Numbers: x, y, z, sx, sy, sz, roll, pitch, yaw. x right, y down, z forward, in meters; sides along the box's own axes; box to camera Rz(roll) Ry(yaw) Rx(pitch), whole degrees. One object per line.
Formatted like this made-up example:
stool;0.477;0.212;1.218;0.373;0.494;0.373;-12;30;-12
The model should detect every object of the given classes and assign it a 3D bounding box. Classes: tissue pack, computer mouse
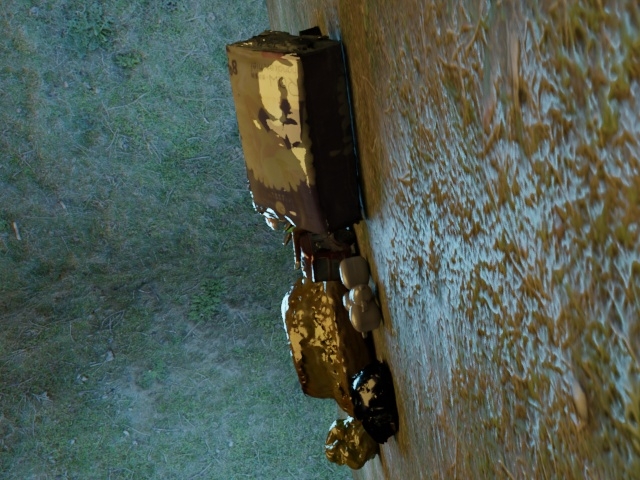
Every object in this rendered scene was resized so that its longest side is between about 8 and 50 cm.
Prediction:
tissue pack;-0.048;-0.200;1.526;0.242;0.125;0.343;22;129;49
computer mouse;0.102;0.322;1.657;0.241;0.078;0.146;84;176;-53

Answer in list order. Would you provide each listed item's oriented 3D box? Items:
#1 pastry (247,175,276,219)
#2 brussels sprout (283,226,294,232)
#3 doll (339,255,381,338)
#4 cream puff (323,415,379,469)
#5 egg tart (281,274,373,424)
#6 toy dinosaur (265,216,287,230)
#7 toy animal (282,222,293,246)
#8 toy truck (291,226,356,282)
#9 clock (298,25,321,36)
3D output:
pastry;-0.090;-0.217;2.068;0.356;0.164;0.355;-177;90;-74
brussels sprout;-0.054;-0.088;2.645;0.151;0.122;0.149;-47;-35;-49
doll;0.076;0.113;1.594;0.160;0.059;0.161;-104;6;-46
cream puff;0.077;0.517;2.144;0.121;0.156;0.156;62;-179;-14
egg tart;0.012;0.227;1.974;0.443;0.178;0.442;168;90;-88
toy dinosaur;-0.071;-0.091;2.396;0.152;0.177;0.194;85;176;-46
toy animal;0.000;0.000;2.163;0.188;0.179;0.089;-40;31;48
toy truck;-0.005;-0.034;1.830;0.114;0.135;0.270;85;174;-48
clock;-0.012;-0.359;1.776;0.184;0.040;0.184;170;90;-86
